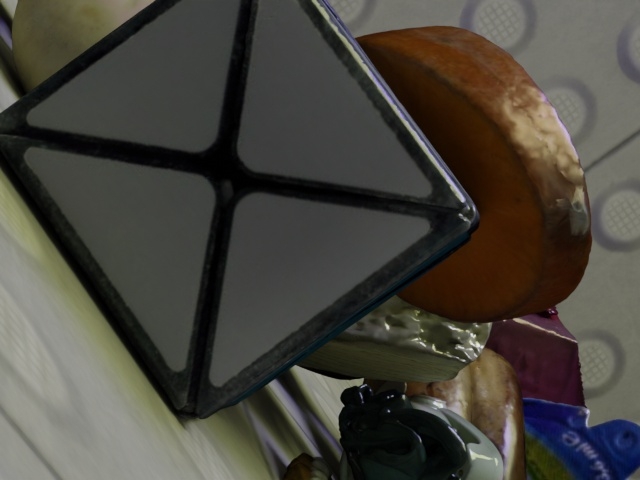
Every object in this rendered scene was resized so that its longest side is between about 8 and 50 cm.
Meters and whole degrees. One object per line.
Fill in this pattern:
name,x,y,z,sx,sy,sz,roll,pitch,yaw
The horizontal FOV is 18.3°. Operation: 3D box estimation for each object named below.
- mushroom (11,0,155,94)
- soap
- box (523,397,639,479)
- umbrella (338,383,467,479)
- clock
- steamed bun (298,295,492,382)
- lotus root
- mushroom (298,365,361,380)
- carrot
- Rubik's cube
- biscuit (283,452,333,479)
mushroom,-0.166,-0.163,1.774,0.246,0.202,0.246,21,42,-21
soap,0.186,0.196,2.299,0.220,0.324,0.127,13,19,-32
box,0.236,0.324,2.183,0.262,0.291,0.206,52,-11,35
umbrella,0.113,0.268,1.716,0.349,0.094,0.143,63,-6,-27
clock,0.081,0.220,1.892,0.062,0.151,0.191,19,17,-39
steamed bun,0.035,-0.012,1.875,0.290,0.272,0.273,16,-12,3
lotus root,0.124,0.214,2.041,0.193,0.193,0.291,53,28,-41
mushroom,-0.021,0.014,2.230,0.345,0.239,0.345,54,25,-40
carrot,0.100,-0.050,1.613,0.307,0.100,0.258,27,-45,52
Rubik's cube,-0.053,-0.038,1.438,0.255,0.259,0.260,53,5,6
biscuit,0.049,0.277,1.656,0.240,0.035,0.158,54,4,-5
